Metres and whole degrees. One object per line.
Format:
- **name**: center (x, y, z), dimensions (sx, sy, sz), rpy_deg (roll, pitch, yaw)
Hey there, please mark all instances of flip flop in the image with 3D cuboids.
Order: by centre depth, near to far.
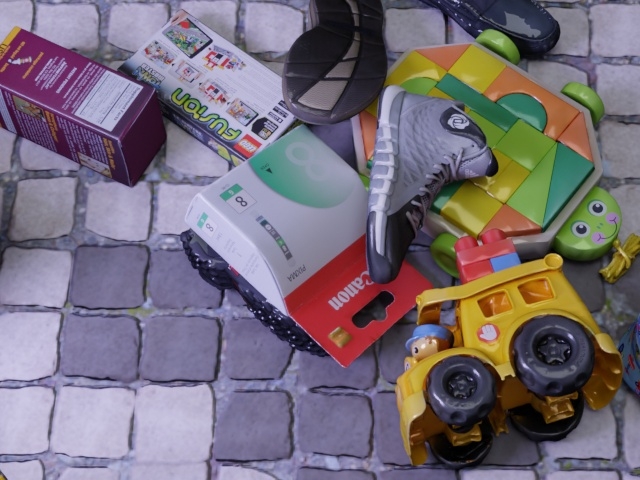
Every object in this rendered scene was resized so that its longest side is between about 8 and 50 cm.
- **flip flop**: center (0.015, -0.204, 1.558), dimensions (0.112, 0.080, 0.277), rpy_deg (14, 36, -6)

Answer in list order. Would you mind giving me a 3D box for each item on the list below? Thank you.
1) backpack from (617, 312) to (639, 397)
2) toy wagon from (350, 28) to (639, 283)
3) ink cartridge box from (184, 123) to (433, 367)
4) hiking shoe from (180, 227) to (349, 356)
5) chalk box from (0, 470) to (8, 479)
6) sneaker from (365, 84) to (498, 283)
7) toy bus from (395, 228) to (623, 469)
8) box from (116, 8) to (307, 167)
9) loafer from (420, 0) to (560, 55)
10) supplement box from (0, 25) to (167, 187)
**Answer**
- **backpack**: center (0.389, 0.096, 1.387), dimensions (0.173, 0.117, 0.158), rpy_deg (-33, 58, -9)
- **toy wagon**: center (0.203, -0.081, 1.514), dimensions (0.344, 0.068, 0.267), rpy_deg (35, 69, 18)
- **ink cartridge box**: center (0.000, 0.000, 1.418), dimensions (0.224, 0.056, 0.181), rpy_deg (41, 45, 11)
- **hiking shoe**: center (-0.039, 0.028, 1.454), dimensions (0.227, 0.086, 0.114), rpy_deg (36, 72, 19)
- **chalk box**: center (-0.325, 0.317, 1.261), dimensions (0.179, 0.180, 0.289), rpy_deg (-38, 66, -17)
- **sneaker**: center (0.117, -0.059, 1.422), dimensions (0.132, 0.086, 0.229), rpy_deg (5, 64, 3)
- **toy bus**: center (0.162, 0.097, 1.379), dimensions (0.220, 0.149, 0.211), rpy_deg (-18, 61, -6)
- **box**: center (-0.120, -0.171, 1.589), dimensions (0.207, 0.036, 0.114), rpy_deg (36, 69, 18)
- **loafer**: center (0.181, -0.291, 1.618), dimensions (0.223, 0.078, 0.076), rpy_deg (33, 68, 17)
- **supplement box**: center (-0.276, -0.149, 1.543), dimensions (0.188, 0.104, 0.081), rpy_deg (25, 65, 13)
